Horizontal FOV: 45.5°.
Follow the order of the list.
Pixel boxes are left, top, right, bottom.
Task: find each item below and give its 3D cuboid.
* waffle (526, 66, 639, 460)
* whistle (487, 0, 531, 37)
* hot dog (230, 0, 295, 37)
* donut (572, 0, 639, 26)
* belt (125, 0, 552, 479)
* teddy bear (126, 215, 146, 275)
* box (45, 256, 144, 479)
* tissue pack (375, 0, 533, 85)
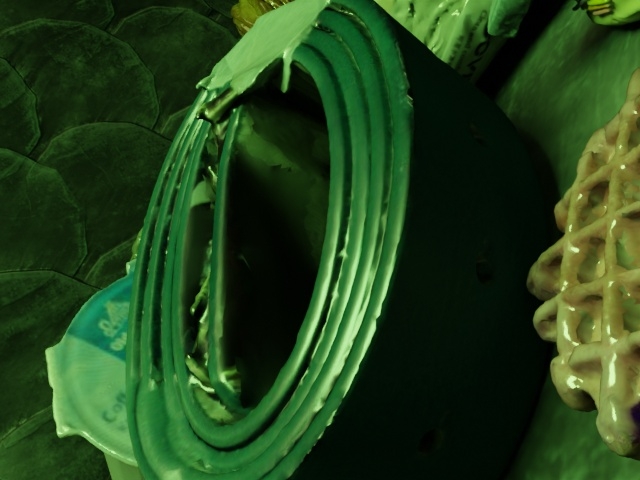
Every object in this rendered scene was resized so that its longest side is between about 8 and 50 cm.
[{"bbox_3d":[0.174,-0.014,0.345,0.221,0.055,0.234,-59,13,18],"label":"waffle"},{"bbox_3d":[0.156,-0.230,0.490,0.223,0.122,0.123,95,-172,-50],"label":"whistle"},{"bbox_3d":[0.011,-0.196,0.892,0.122,0.272,0.196,-25,13,27],"label":"hot dog"},{"bbox_3d":[0.230,-0.231,0.522,0.175,0.068,0.175,-59,15,26],"label":"donut"},{"bbox_3d":[0.001,0.001,0.566,0.300,0.173,0.437,-35,45,32],"label":"belt"},{"bbox_3d":[-0.184,0.100,1.047,0.357,0.224,0.368,-158,83,-76],"label":"teddy bear"},{"bbox_3d":[-0.097,0.174,0.753,0.262,0.291,0.206,-59,-17,-45],"label":"box"},{"bbox_3d":[0.139,-0.325,0.775,0.376,0.195,0.390,113,172,-45],"label":"tissue pack"}]
